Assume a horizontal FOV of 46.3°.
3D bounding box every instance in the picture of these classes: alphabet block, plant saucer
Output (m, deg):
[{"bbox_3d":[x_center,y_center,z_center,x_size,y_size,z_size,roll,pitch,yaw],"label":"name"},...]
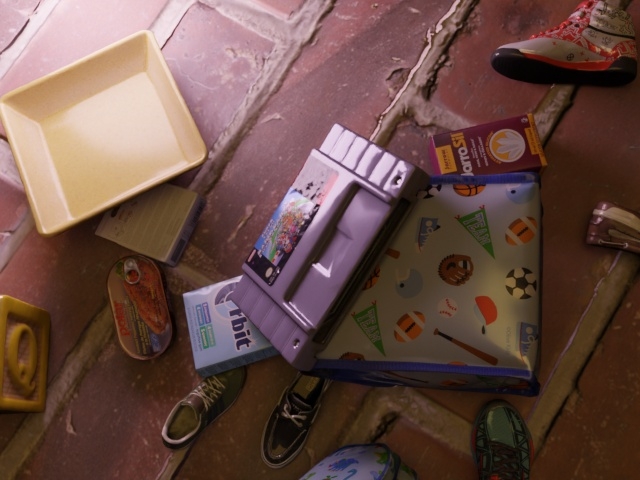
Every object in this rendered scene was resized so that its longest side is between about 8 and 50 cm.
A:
[{"bbox_3d":[-0.601,0.203,1.286,0.197,0.193,0.192,-4,77,4],"label":"alphabet block"},{"bbox_3d":[-0.406,-0.195,1.415,0.332,0.081,0.333,-26,68,-2],"label":"plant saucer"}]

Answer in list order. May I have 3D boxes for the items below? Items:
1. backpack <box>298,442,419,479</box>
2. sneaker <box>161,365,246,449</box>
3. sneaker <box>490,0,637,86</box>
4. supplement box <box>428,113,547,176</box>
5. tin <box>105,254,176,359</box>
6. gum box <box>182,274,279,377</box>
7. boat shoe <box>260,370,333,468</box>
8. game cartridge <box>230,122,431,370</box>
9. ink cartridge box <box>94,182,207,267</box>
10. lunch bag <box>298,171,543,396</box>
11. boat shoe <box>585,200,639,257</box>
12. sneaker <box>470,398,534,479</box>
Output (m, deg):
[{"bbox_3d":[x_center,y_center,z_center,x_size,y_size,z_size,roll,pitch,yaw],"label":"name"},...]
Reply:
[{"bbox_3d":[0.020,0.463,1.100,0.355,0.290,0.273,-11,77,-33],"label":"backpack"},{"bbox_3d":[-0.201,0.282,1.286,0.064,0.086,0.192,39,82,13],"label":"sneaker"},{"bbox_3d":[0.455,-0.375,1.403,0.270,0.090,0.145,5,75,2],"label":"sneaker"},{"bbox_3d":[0.301,-0.151,1.360,0.188,0.081,0.104,-12,75,2],"label":"supplement box"},{"bbox_3d":[-0.322,0.120,1.347,0.106,0.040,0.190,-13,86,4],"label":"tin"},{"bbox_3d":[-0.140,0.140,1.319,0.184,0.041,0.157,-17,56,0],"label":"gum box"},{"bbox_3d":[-0.041,0.285,1.281,0.077,0.070,0.219,25,79,10],"label":"boat shoe"},{"bbox_3d":[0.000,0.000,1.198,0.230,0.068,0.355,37,98,43],"label":"game cartridge"},{"bbox_3d":[-0.321,-0.042,1.414,0.179,0.045,0.145,18,78,28],"label":"ink cartridge box"},{"bbox_3d":[0.162,0.075,1.219,0.385,0.239,0.328,0,70,18],"label":"lunch bag"},{"bbox_3d":[0.587,0.022,1.296,0.257,0.095,0.095,24,93,16],"label":"boat shoe"},{"bbox_3d":[0.301,0.386,1.198,0.104,0.125,0.262,0,76,4],"label":"sneaker"}]
